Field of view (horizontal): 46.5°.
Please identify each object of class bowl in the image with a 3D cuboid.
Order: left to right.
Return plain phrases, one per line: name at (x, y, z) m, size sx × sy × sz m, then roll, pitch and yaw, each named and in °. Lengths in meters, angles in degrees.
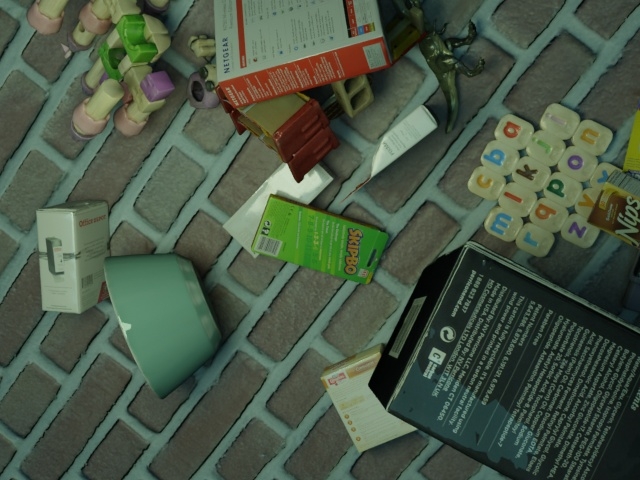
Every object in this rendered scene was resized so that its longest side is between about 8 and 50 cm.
bowl at (-0.308, 0.148, 1.530) m, size 0.163 × 0.311 × 0.311 m, roll -23°, pitch 96°, yaw -7°

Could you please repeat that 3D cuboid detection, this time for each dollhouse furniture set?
dollhouse furniture set at (0.009, -0.317, 1.434) m, size 0.374 × 0.152 × 0.201 m, roll -42°, pitch 59°, yaw -7°

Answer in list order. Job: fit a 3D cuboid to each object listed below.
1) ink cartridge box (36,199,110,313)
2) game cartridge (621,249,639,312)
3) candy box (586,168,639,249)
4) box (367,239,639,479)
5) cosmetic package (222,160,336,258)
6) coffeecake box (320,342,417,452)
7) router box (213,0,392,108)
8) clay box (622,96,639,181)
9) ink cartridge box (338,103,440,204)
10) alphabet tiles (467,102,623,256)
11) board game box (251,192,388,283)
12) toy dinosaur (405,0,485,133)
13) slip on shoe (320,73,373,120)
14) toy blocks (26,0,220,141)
ink cartridge box at (-0.522, 0.029, 1.588) m, size 0.092 × 0.158 × 0.218 m, roll 4°, pitch 101°, yaw 9°
game cartridge at (0.746, -0.003, 1.427) m, size 0.230 × 0.068 × 0.355 m, roll 16°, pitch 102°, yaw 2°
candy box at (0.602, -0.039, 1.375) m, size 0.186 × 0.053 × 0.109 m, roll 32°, pitch 142°, yaw 23°
box at (0.361, 0.254, 1.294) m, size 0.471 × 0.480 × 0.297 m, roll 26°, pitch 84°, yaw 4°
cosmetic package at (-0.085, -0.081, 1.546) m, size 0.239 × 0.060 × 0.099 m, roll -44°, pitch 91°, yaw 14°
coffeecake box at (0.107, 0.335, 1.588) m, size 0.142 × 0.068 × 0.185 m, roll -25°, pitch 95°, yaw 13°
router box at (-0.043, -0.432, 1.370) m, size 0.301 × 0.082 × 0.335 m, roll -12°, pitch 61°, yaw 12°
clay box at (0.639, -0.162, 1.379) m, size 0.127 × 0.053 × 0.222 m, roll 15°, pitch 97°, yaw 39°
ink cartridge box at (0.123, -0.170, 1.430) m, size 0.232 × 0.189 × 0.066 m, roll -33°, pitch 93°, yaw 14°
alphabet tiles at (0.448, -0.116, 1.472) m, size 0.278 × 0.021 × 0.284 m, roll 26°, pitch 104°, yaw 1°
board game box at (0.000, 0.000, 1.524) m, size 0.259 × 0.039 × 0.124 m, roll 18°, pitch 110°, yaw -10°
toy dinosaur at (0.253, -0.353, 1.442) m, size 0.118 × 0.064 × 0.268 m, roll -18°, pitch 98°, yaw 27°
slip on shoe at (0.045, -0.295, 1.498) m, size 0.135 × 0.051 × 0.041 m, roll -42°, pitch 52°, yaw 22°
toy blocks at (-0.404, -0.344, 1.498) m, size 0.260 × 0.309 × 0.289 m, roll -32°, pitch 81°, yaw 46°
